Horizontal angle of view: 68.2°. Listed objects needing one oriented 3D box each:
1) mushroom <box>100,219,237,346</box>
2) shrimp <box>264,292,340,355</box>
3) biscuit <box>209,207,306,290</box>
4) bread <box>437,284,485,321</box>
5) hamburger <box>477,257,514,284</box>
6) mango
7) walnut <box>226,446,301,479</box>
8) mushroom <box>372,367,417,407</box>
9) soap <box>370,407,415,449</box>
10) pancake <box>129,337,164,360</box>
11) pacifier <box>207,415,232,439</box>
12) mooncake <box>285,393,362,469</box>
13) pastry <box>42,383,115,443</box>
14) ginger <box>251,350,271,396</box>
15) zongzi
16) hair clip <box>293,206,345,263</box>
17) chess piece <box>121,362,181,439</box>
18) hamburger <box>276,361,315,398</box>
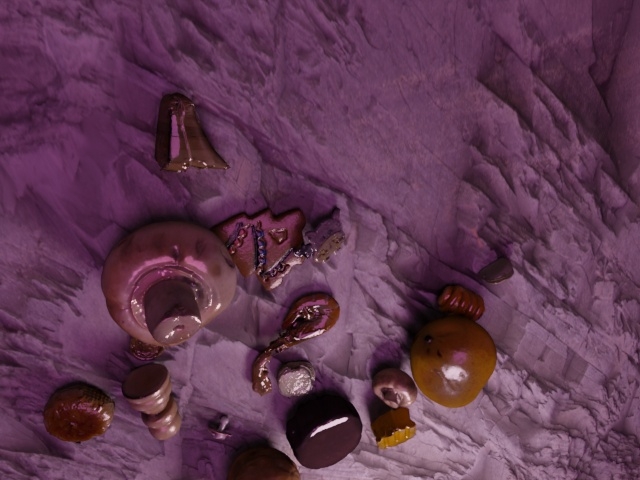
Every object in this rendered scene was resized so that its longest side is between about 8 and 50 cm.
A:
[{"bbox_3d":[-0.395,0.140,1.278,0.353,0.353,0.325,-4,146,-14],"label":"mushroom"},{"bbox_3d":[-0.069,0.270,1.547,0.287,0.063,0.152,-29,116,-5],"label":"shrimp"},{"bbox_3d":[-0.184,0.018,1.409,0.301,0.043,0.278,11,110,-20],"label":"biscuit"},{"bbox_3d":[0.501,0.230,1.681,0.177,0.084,0.119,25,105,-20],"label":"bread"},{"bbox_3d":[0.625,0.116,1.662,0.121,0.084,0.054,-25,120,-2],"label":"hamburger"},{"bbox_3d":[0.475,0.446,1.689,0.301,0.221,0.445,-13,132,10],"label":"mango"},{"bbox_3d":[-0.208,0.884,1.680,0.285,0.285,0.296,20,144,-23],"label":"walnut"},{"bbox_3d":[0.266,0.539,1.714,0.127,0.166,0.166,-53,125,-35],"label":"mushroom"},{"bbox_3d":[0.274,0.705,1.772,0.160,0.080,0.257,-21,145,-3],"label":"soap"},{"bbox_3d":[-0.540,0.327,1.469,0.114,0.011,0.115,-6,113,-13],"label":"pancake"},{"bbox_3d":[-0.348,0.651,1.650,0.099,0.081,0.078,41,65,-51],"label":"pacifier"},{"bbox_3d":[0.014,0.688,1.719,0.283,0.141,0.283,-12,123,-18],"label":"mooncake"},{"bbox_3d":[-0.748,0.539,1.461,0.192,0.093,0.182,34,104,-27],"label":"pastry"},{"bbox_3d":[-0.199,0.455,1.603,0.069,0.051,0.173,-4,117,-18],"label":"ginger"},{"bbox_3d":[-0.319,-0.270,1.214,0.197,0.099,0.195,-1,115,-27],"label":"zongzi"},{"bbox_3d":[0.005,0.003,1.429,0.187,0.056,0.146,-32,130,-21],"label":"hair clip"},{"bbox_3d":[-0.524,0.530,1.507,0.142,0.143,0.261,-13,123,-10],"label":"chess piece"},{"bbox_3d":[-0.085,0.483,1.641,0.140,0.062,0.133,6,111,-16],"label":"hamburger"}]
